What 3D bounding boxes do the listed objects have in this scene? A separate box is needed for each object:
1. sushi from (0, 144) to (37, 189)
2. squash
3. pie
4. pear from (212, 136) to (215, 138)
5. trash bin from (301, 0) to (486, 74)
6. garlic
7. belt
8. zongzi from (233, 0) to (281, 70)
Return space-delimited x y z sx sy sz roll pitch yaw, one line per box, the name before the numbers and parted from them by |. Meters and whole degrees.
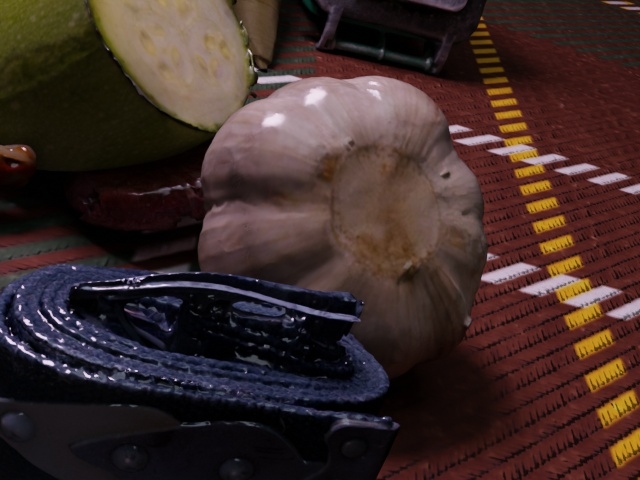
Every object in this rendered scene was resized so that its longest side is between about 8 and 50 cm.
sushi | -0.308 -0.067 0.651 0.226 0.103 0.097 3 16 -31
squash | -0.206 -0.124 0.779 0.189 0.260 0.189 34 44 -41
pie | -0.130 -0.052 0.756 0.153 0.038 0.153 -1 29 1
pear | -0.121 -0.138 0.870 0.107 0.107 0.131 11 27 -14
trash bin | 0.080 -0.424 1.346 0.259 0.295 0.381 9 20 -17
garlic | 0.000 0.000 0.691 0.218 0.219 0.212 5 -9 -25
belt | -0.072 0.072 0.520 0.218 0.128 0.122 11 29 -17
zongzi | -0.156 -0.383 1.307 0.181 0.418 0.447 -3 -5 -20
